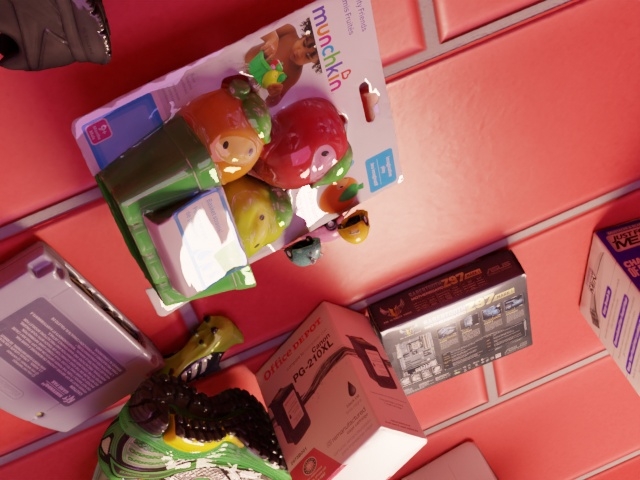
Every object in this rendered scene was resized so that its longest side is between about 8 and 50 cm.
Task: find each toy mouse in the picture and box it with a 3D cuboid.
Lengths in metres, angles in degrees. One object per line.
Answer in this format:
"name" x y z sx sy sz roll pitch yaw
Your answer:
"toy mouse" 0.000 0.000 1.507 0.143 0.161 0.031 -21 105 16

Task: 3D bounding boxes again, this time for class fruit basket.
"fruit basket" -0.068 -0.086 1.349 0.353 0.165 0.327 -24 139 -9

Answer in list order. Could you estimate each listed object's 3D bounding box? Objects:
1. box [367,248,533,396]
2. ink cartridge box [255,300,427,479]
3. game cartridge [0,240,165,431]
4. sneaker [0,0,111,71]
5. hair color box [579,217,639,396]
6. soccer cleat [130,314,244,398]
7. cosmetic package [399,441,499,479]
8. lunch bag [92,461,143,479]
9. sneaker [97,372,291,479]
"box" 0.197 0.127 1.787 0.232 0.059 0.183 -23 139 -4
"ink cartridge box" 0.022 0.230 1.666 0.100 0.237 0.172 23 119 -39
"game cartridge" -0.349 0.133 1.508 0.196 0.060 0.294 -34 139 2
"sneaker" -0.283 -0.261 1.100 0.130 0.109 0.286 -16 136 -4
"hair color box" 0.516 0.147 1.762 0.110 0.339 0.185 -17 138 -14
"soccer cleat" -0.181 0.173 1.634 0.179 0.060 0.072 -39 137 9
"cosmetic package" 0.212 0.635 2.114 0.393 0.329 0.327 -31 140 3
"lunch bag" -0.219 0.405 1.757 0.279 0.108 0.224 14 96 -36
"sneaker" -0.165 0.281 1.643 0.146 0.134 0.343 -42 140 19
